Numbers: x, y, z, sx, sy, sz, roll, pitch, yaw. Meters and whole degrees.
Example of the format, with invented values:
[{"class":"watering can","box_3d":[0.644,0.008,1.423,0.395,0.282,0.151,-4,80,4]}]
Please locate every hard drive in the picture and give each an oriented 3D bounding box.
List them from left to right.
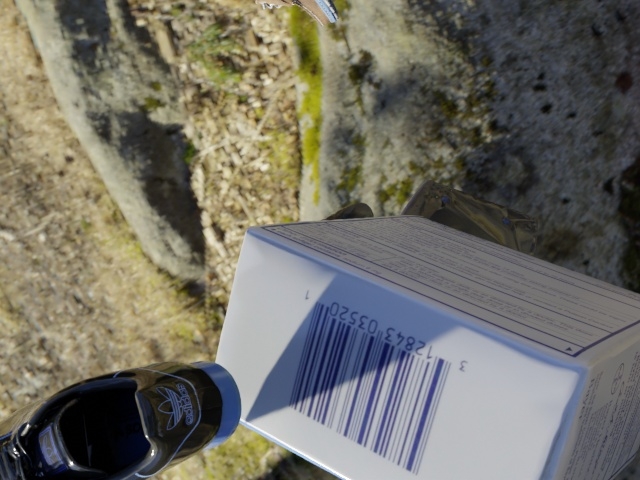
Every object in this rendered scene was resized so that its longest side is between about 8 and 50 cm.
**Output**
[{"class":"hard drive","box_3d":[0.166,0.026,1.133,0.172,0.254,0.054,20,126,9]}]

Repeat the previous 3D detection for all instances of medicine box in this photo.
[{"class":"medicine box","box_3d":[0.109,0.090,0.738,0.264,0.289,0.149,22,104,30]}]

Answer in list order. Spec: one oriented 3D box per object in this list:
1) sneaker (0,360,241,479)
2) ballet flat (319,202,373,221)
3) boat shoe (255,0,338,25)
[{"class":"sneaker","box_3d":[-0.165,0.130,0.582,0.232,0.090,0.081,-26,75,21]},{"class":"ballet flat","box_3d":[0.000,0.000,1.304,0.057,0.173,0.049,58,164,28]},{"class":"boat shoe","box_3d":[-0.051,-0.291,1.021,0.066,0.066,0.183,-36,133,16]}]
